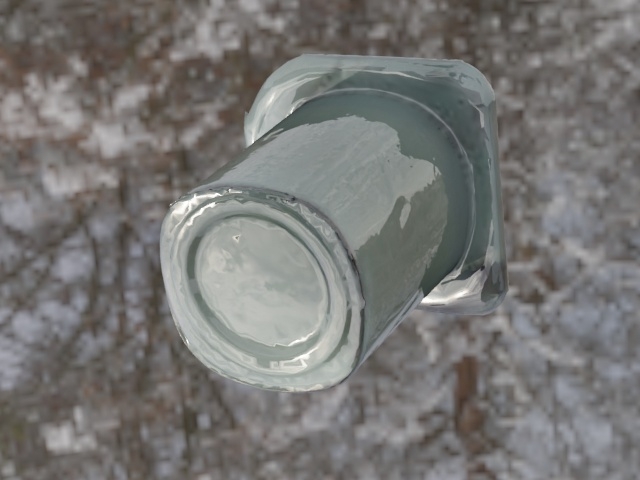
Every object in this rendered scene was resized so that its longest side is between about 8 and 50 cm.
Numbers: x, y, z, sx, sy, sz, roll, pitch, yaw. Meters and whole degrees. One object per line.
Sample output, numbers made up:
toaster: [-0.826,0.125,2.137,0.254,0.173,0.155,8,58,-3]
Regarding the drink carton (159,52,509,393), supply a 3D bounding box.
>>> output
drink carton: [0.000,0.000,1.250,0.191,0.185,0.189,7,-149,25]
